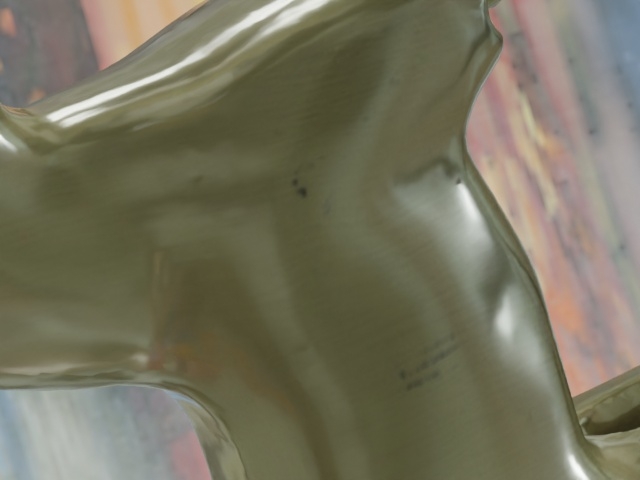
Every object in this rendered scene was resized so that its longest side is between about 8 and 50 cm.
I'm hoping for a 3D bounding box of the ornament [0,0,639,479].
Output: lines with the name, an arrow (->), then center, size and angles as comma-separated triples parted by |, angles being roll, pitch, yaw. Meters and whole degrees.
ornament -> 0.000, 0.000, 0.378 | 0.061, 0.245, 0.230 | 12, -51, 58
